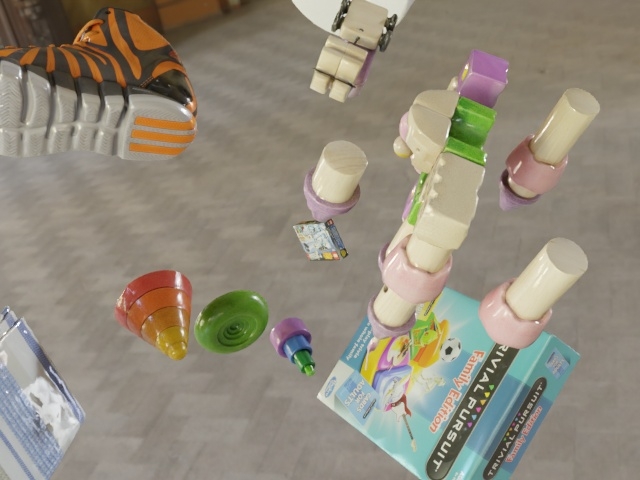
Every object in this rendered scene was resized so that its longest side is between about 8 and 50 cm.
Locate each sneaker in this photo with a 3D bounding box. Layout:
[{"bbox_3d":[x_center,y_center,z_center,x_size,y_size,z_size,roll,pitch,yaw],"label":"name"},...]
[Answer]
[{"bbox_3d":[-0.308,-0.194,0.927,0.321,0.124,0.180,8,48,-25],"label":"sneaker"}]

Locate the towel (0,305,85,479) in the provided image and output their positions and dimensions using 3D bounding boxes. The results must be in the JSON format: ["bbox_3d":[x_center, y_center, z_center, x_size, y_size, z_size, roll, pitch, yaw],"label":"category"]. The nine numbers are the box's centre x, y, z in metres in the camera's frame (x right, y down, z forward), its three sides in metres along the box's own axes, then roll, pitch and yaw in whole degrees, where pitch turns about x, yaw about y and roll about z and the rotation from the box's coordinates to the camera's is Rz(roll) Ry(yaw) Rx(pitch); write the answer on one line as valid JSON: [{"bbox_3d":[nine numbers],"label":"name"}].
[{"bbox_3d":[-0.412,0.241,0.996,0.034,0.209,0.285,-16,25,20],"label":"towel"}]

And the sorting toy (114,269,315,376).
[{"bbox_3d":[-0.137,0.157,1.226,0.365,0.127,0.126,20,24,-42],"label":"sorting toy"}]

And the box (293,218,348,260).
[{"bbox_3d":[0.000,0.000,1.789,0.027,0.094,0.137,-32,15,-28],"label":"box"}]

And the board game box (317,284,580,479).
[{"bbox_3d":[0.169,0.201,1.155,0.336,0.079,0.254,25,82,55],"label":"board game box"}]

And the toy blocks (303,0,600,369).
[{"bbox_3d":[0.103,-0.041,0.864,0.309,0.260,0.288,22,52,-2],"label":"toy blocks"}]

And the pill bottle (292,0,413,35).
[{"bbox_3d":[0.106,-0.485,1.145,0.224,0.224,0.392,5,51,31],"label":"pill bottle"}]
